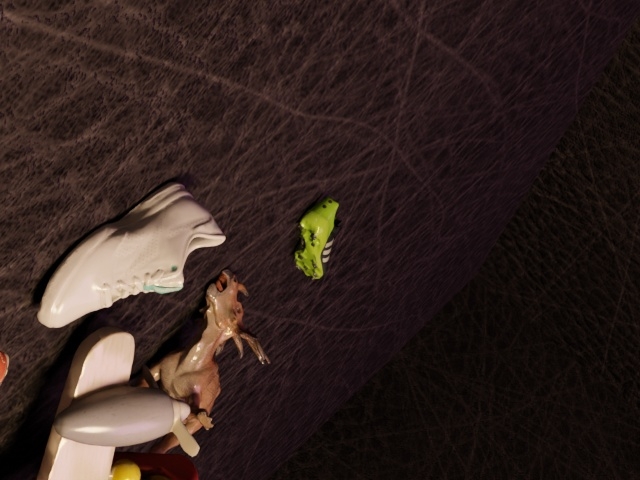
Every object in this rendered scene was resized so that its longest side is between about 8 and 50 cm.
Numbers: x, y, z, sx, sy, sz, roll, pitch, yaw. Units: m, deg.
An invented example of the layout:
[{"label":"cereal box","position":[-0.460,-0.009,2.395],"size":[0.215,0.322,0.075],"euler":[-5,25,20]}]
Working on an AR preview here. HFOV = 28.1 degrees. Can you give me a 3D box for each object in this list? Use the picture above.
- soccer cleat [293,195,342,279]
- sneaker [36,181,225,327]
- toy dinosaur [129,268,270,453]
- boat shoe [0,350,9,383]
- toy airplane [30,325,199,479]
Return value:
[{"label":"soccer cleat","position":[0.000,0.000,1.889],"size":[0.072,0.060,0.179],"euler":[-45,164,-23]},{"label":"sneaker","position":[-0.184,0.028,1.276],"size":[0.212,0.094,0.080],"euler":[-42,166,-30]},{"label":"toy dinosaur","position":[-0.173,0.195,1.744],"size":[0.200,0.127,0.296],"euler":[-46,174,-47]},{"label":"boat shoe","position":[-0.347,0.160,1.219],"size":[0.137,0.049,0.043],"euler":[-54,169,0]},{"label":"toy airplane","position":[-0.272,0.337,1.448],"size":[0.384,0.272,0.386],"euler":[-56,153,-29]}]
